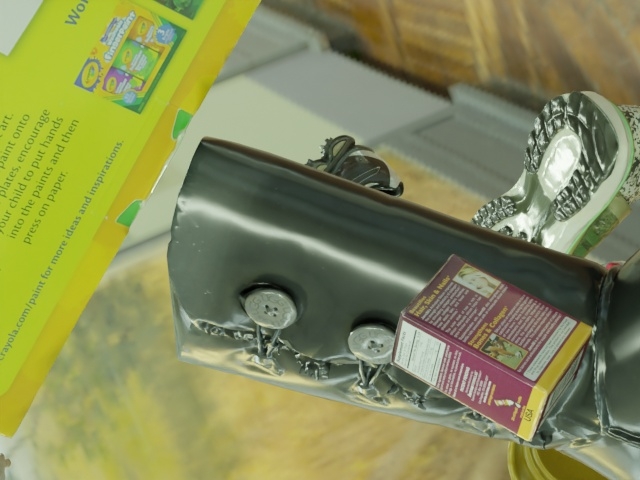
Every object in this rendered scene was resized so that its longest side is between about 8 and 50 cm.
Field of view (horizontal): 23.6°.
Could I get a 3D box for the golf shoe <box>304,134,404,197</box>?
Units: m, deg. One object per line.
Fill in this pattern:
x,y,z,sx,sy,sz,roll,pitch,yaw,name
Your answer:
0.000,0.000,1.424,0.094,0.198,0.077,31,178,26,golf shoe

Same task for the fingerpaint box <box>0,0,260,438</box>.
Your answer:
-0.275,-0.138,0.999,0.371,0.445,0.163,23,-168,-36,fingerpaint box

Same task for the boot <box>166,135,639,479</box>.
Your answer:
0.114,0.006,1.081,0.445,0.146,0.367,20,129,12,boot

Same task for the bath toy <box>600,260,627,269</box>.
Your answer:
0.451,0.004,1.771,0.151,0.348,0.129,62,167,-14,bath toy

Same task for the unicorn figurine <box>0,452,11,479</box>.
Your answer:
-0.330,0.242,1.533,0.162,0.060,0.111,59,-173,-26,unicorn figurine

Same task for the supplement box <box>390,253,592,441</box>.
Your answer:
0.085,0.053,0.770,0.083,0.055,0.043,29,140,18,supplement box

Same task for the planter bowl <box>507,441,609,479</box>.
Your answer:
0.324,0.226,1.760,0.090,0.217,0.217,-77,-28,-65,planter bowl

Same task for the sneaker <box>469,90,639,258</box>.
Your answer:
0.321,-0.030,1.880,0.158,0.182,0.410,67,152,26,sneaker
